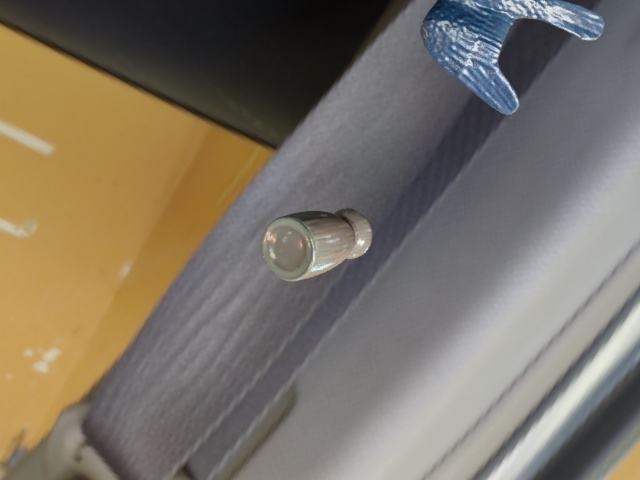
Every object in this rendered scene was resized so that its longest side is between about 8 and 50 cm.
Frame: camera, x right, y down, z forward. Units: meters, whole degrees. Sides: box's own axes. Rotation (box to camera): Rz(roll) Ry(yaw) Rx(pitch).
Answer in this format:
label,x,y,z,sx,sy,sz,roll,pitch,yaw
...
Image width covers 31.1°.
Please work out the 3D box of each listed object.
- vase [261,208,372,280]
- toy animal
label,x,y,z,sx,sy,sz,roll,pitch,yaw
vase,0.000,0.000,0.940,0.053,0.053,0.100,31,-157,24
toy animal,0.179,-0.266,1.224,0.255,0.239,0.176,19,-169,10
